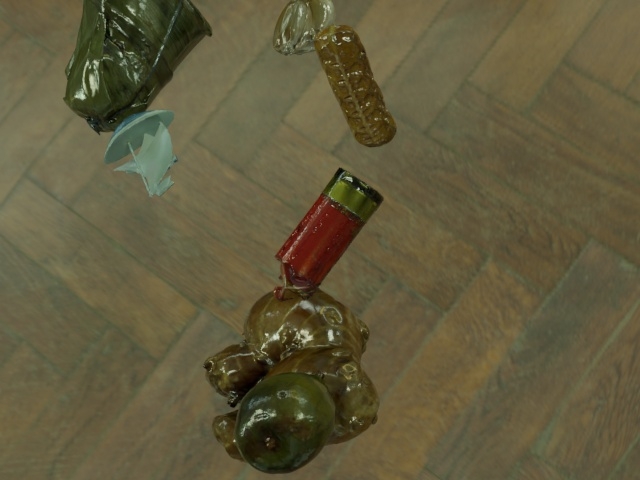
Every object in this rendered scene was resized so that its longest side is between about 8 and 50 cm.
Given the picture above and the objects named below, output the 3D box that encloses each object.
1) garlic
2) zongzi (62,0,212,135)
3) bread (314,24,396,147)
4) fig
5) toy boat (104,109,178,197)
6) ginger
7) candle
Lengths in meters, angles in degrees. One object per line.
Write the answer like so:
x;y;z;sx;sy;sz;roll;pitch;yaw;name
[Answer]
-0.021;-0.305;1.534;0.113;0.074;0.094;-7;79;56;garlic
-0.297;-0.308;1.472;0.125;0.274;0.251;6;54;36;zongzi
0.041;-0.174;1.231;0.052;0.157;0.044;-25;31;3;bread
-0.050;0.224;1.465;0.126;0.185;0.133;22;118;-16;fig
-0.214;-0.119;1.354;0.105;0.034;0.149;-51;43;-7;toy boat
-0.050;0.206;1.711;0.274;0.152;0.357;-36;37;16;ginger
0.000;0.000;0.963;0.052;0.052;0.131;35;91;21;candle
